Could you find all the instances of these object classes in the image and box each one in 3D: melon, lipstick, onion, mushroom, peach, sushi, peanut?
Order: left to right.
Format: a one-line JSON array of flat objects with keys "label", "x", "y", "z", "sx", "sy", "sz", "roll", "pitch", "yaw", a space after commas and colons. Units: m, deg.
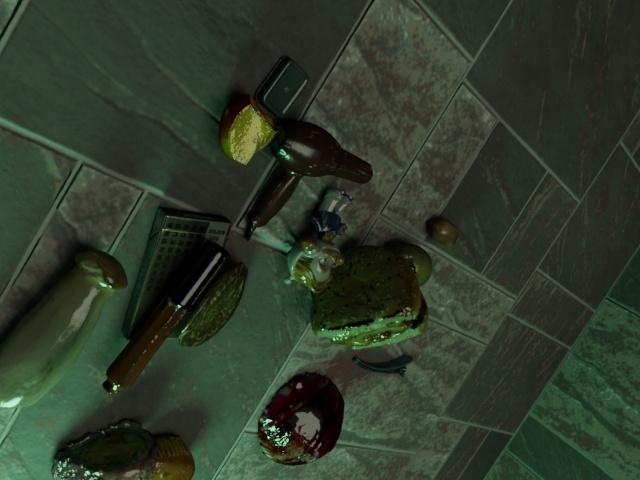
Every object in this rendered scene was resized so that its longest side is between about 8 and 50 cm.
[{"label": "mushroom", "x": -0.556, "y": 0.198, "z": 1.364, "sx": 0.407, "sy": 0.137, "sz": 0.154, "roll": -47, "pitch": 124, "yaw": 2}, {"label": "sushi", "x": -0.516, "y": 0.551, "z": 1.593, "sx": 0.241, "sy": 0.161, "sz": 0.107, "roll": -16, "pitch": 126, "yaw": -34}, {"label": "lipstick", "x": -0.357, "y": 0.179, "z": 1.493, "sx": 0.418, "sy": 0.077, "sz": 0.077, "roll": -52, "pitch": 137, "yaw": 2}, {"label": "peach", "x": -0.168, "y": -0.243, "z": 1.429, "sx": 0.151, "sy": 0.118, "sz": 0.151, "roll": -47, "pitch": 172, "yaw": -8}, {"label": "onion", "x": -0.051, "y": 0.574, "z": 2.024, "sx": 0.314, "sy": 0.146, "sz": 0.280, "roll": -38, "pitch": 131, "yaw": -10}, {"label": "melon", "x": 0.264, "y": 0.075, "z": 1.980, "sx": 0.192, "sy": 0.139, "sz": 0.139, "roll": 24, "pitch": 99, "yaw": -49}, {"label": "peanut", "x": 0.398, "y": -0.026, "z": 2.082, "sx": 0.152, "sy": 0.076, "sz": 0.076, "roll": 25, "pitch": 98, "yaw": -44}]

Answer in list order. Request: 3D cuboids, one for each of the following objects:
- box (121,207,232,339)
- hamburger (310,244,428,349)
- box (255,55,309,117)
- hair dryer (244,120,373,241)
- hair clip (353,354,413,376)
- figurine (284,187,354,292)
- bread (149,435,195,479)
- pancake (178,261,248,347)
[{"label": "box", "x": -0.339, "y": 0.087, "z": 1.536, "sx": 0.180, "sy": 0.047, "sz": 0.324, "roll": 7, "pitch": 111, "yaw": -41}, {"label": "hamburger", "x": 0.133, "y": 0.159, "z": 1.820, "sx": 0.318, "sy": 0.276, "sz": 0.195, "roll": -18, "pitch": 141, "yaw": 19}, {"label": "box", "x": -0.085, "y": -0.350, "z": 1.492, "sx": 0.126, "sy": 0.031, "sz": 0.091, "roll": -54, "pitch": 137, "yaw": -2}, {"label": "hair dryer", "x": -0.060, "y": -0.119, "z": 1.618, "sx": 0.313, "sy": 0.123, "sz": 0.340, "roll": 23, "pitch": 111, "yaw": -44}, {"label": "hair clip", "x": 0.208, "y": 0.429, "z": 2.224, "sx": 0.275, "sy": 0.048, "sz": 0.083, "roll": 10, "pitch": 113, "yaw": -43}, {"label": "figurine", "x": -0.004, "y": -0.006, "z": 1.720, "sx": 0.194, "sy": 0.133, "sz": 0.274, "roll": -12, "pitch": 115, "yaw": -56}, {"label": "bread", "x": -0.437, "y": 0.621, "z": 1.748, "sx": 0.199, "sy": 0.104, "sz": 0.199, "roll": -22, "pitch": 130, "yaw": -28}, {"label": "pancake", "x": -0.256, "y": 0.165, "z": 1.600, "sx": 0.250, "sy": 0.031, "sz": 0.250, "roll": -53, "pitch": 167, "yaw": -18}]
